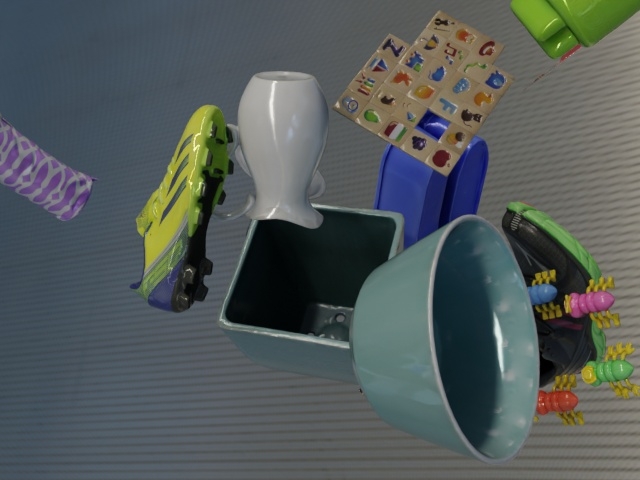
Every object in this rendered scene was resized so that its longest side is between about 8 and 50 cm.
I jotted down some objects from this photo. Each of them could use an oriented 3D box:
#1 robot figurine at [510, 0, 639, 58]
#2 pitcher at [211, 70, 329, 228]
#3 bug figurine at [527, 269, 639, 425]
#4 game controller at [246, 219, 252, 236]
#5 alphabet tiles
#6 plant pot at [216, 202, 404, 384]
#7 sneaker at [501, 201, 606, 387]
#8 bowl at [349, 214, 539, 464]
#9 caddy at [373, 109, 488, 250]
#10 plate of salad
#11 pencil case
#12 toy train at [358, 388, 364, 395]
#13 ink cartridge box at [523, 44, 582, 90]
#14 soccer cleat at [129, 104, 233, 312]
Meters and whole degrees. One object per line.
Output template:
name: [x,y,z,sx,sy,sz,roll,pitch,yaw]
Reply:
robot figurine: [0.181,-0.171,0.514,0.115,0.101,0.067,-39,52,20]
pitcher: [-0.078,-0.124,1.109,0.177,0.207,0.125,-3,21,-14]
bug figurine: [0.429,0.177,1.387,0.216,0.072,0.279,-23,68,45]
game controller: [0.000,0.000,1.766,0.319,0.067,0.166,18,36,-1]
alphabet tiles: [0.164,-0.233,1.191,0.198,0.009,0.237,32,72,12]
plant pot: [0.005,0.112,1.331,0.247,0.252,0.248,8,57,15]
sneaker: [0.446,0.132,1.610,0.202,0.483,0.185,-32,35,-9]
bowl: [0.151,0.134,1.052,0.163,0.311,0.312,-12,54,34]
caddy: [0.236,-0.127,1.830,0.241,0.342,0.179,-21,40,-39]
plate of salad: [-0.078,-0.148,1.623,0.199,0.200,0.048,8,62,34]
pencil case: [-0.444,-0.113,1.221,0.086,0.206,0.088,-4,56,42]
toy train: [0.141,0.329,1.754,0.036,0.158,0.027,38,108,41]
ink cartridge box: [0.427,-0.343,1.274,0.232,0.189,0.066,-31,89,-1]
soccer cleat: [-0.195,-0.044,1.075,0.121,0.093,0.289,17,104,17]
